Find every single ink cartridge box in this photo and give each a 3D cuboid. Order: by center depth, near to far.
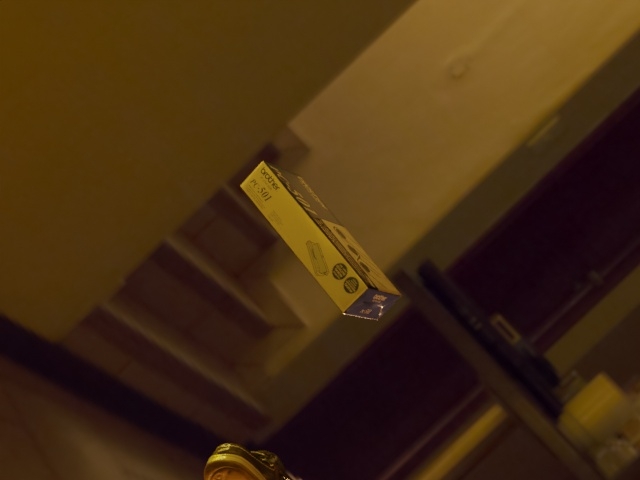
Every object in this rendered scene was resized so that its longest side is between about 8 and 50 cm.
[{"bbox_3d":[0.000,0.000,1.464,0.207,0.046,0.097,50,15,24],"label":"ink cartridge box"}]

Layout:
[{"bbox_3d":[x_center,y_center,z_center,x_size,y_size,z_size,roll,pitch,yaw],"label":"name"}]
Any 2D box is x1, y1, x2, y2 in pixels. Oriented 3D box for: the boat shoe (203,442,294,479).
[{"bbox_3d":[-0.079,0.292,1.538,0.223,0.080,0.073,61,34,-51],"label":"boat shoe"}]
